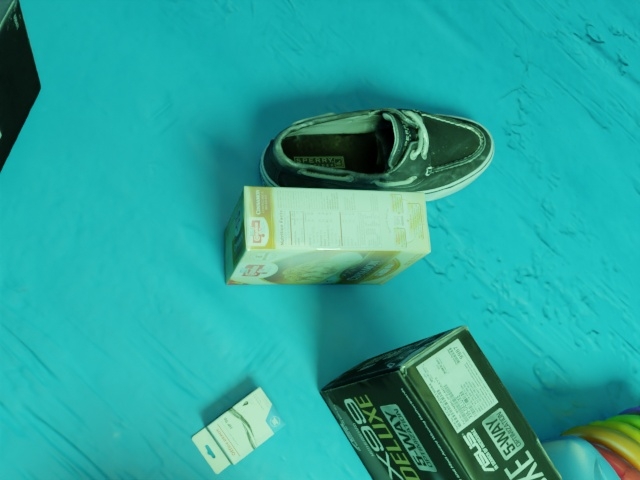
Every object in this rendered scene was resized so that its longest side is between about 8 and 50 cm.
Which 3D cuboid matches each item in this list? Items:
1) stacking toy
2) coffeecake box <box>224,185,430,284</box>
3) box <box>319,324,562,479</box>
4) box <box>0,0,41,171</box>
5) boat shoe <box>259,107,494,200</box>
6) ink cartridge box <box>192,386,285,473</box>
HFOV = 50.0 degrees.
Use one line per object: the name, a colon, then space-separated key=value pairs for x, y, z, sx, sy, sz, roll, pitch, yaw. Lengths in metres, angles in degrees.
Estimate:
stacking toy: x=0.355 y=0.251 z=0.765 sx=0.302 sy=0.166 sz=0.175 roll=-19 pitch=76 yaw=-35
coffeecake box: x=0.000 y=0.000 z=0.724 sx=0.186 sy=0.142 sz=0.068 roll=1 pitch=73 yaw=-15
box: x=0.137 y=0.241 z=0.638 sx=0.076 sy=0.242 sz=0.307 roll=-30 pitch=85 yaw=-22
box: x=-0.458 y=-0.110 z=0.606 sx=0.294 sy=0.183 sz=0.296 roll=18 pitch=69 yaw=-9
boat shoe: x=0.081 y=-0.109 z=0.802 sx=0.301 sy=0.102 sz=0.108 roll=-5 pitch=75 yaw=-17
ink cartridge box: x=-0.084 y=0.195 z=0.702 sx=0.083 sy=0.028 sz=0.048 roll=-35 pitch=85 yaw=-22
